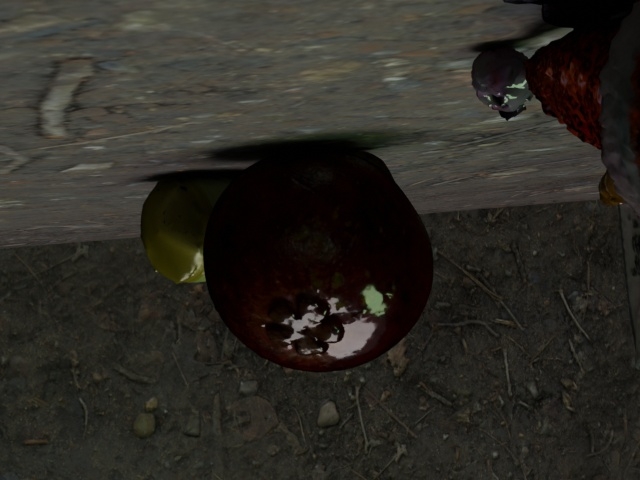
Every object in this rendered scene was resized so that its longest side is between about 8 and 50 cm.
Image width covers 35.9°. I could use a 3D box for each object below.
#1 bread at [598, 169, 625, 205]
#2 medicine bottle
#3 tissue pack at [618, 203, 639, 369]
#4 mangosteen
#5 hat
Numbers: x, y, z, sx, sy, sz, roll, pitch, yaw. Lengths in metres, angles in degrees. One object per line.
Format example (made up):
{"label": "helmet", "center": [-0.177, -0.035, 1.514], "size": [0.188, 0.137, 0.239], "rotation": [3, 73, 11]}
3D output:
{"label": "bread", "center": [0.322, -0.082, 0.851], "size": [0.105, 0.076, 0.233], "rotation": [-19, 180, -33]}
{"label": "medicine bottle", "center": [-0.087, -0.018, 1.107], "size": [0.239, 0.124, 0.124], "rotation": [-4, 178, -41]}
{"label": "tissue pack", "center": [0.568, 0.005, 1.230], "size": [0.394, 0.288, 0.124], "rotation": [-5, 176, -19]}
{"label": "mangosteen", "center": [0.000, 0.000, 0.941], "size": [0.215, 0.215, 0.257], "rotation": [-6, -146, 11]}
{"label": "hat", "center": [0.146, -0.071, 0.445], "size": [0.140, 0.129, 0.227], "rotation": [-23, -158, -16]}
